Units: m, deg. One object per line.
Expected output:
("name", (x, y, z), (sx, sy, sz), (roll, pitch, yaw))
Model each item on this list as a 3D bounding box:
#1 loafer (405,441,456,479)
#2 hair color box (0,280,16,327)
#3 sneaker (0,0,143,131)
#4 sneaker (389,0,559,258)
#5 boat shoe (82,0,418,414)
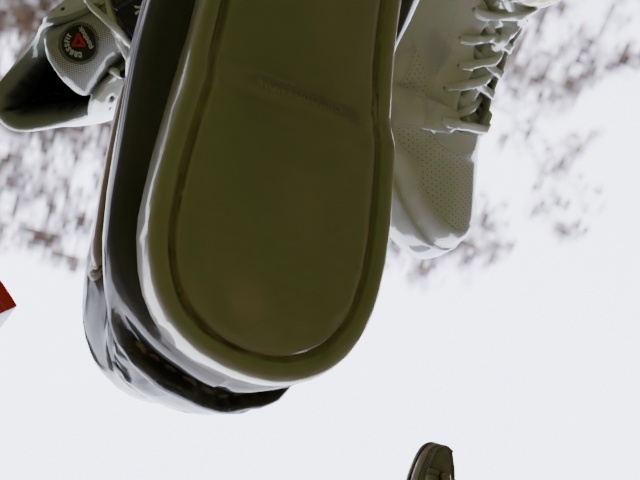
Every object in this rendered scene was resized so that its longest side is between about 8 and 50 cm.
("loafer", (0.083, 0.209, 1.349), (0.045, 0.039, 0.125), (25, -111, -34))
("hair color box", (-0.286, 0.069, 1.271), (0.141, 0.072, 0.043), (-26, -105, -44))
("sneaker", (-0.131, -0.165, 1.422), (0.122, 0.330, 0.146), (56, -140, 0))
("sneaker", (0.106, -0.141, 1.270), (0.108, 0.169, 0.292), (-2, -97, -55))
("boat shoe", (-0.012, -0.102, 0.624), (0.112, 0.095, 0.335), (24, -113, -24))
